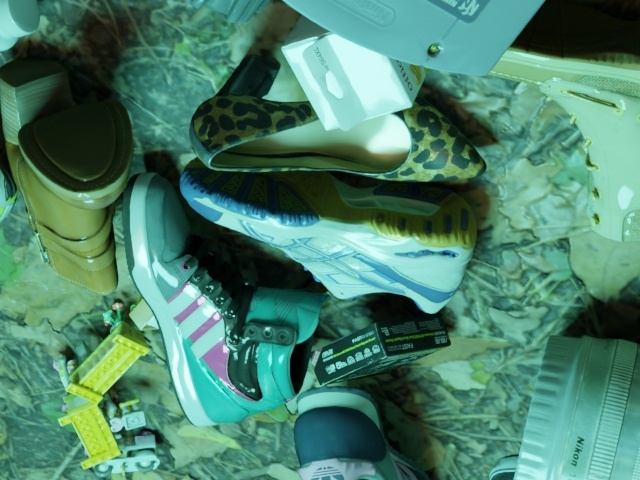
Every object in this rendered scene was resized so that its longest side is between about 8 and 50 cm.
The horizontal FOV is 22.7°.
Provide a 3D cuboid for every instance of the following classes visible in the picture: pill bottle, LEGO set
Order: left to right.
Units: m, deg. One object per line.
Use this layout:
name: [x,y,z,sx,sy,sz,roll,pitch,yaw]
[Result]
pill bottle: [-0.334,-0.212,1.553,0.120,0.067,0.067,-10,123,28]
LEGO set: [-0.242,0.144,1.815,0.132,0.107,0.287,-5,130,-20]

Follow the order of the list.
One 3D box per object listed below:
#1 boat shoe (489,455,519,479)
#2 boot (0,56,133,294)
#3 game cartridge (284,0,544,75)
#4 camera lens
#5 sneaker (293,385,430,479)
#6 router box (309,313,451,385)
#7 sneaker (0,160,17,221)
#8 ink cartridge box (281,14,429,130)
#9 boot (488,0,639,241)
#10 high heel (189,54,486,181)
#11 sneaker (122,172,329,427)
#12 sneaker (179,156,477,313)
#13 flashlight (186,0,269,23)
boat shoe: [0.289,0.283,1.715,0.228,0.076,0.080,6,130,16]
boot: [-0.239,-0.033,1.551,0.283,0.109,0.220,38,142,50]
game cartridge: [0.059,-0.246,1.237,0.294,0.060,0.196,24,109,-34]
camera lens: [0.335,0.217,1.548,0.274,0.219,0.219,13,131,11]
sneaker: [0.046,0.283,1.728,0.112,0.131,0.319,-12,143,19]
router box: [0.062,0.111,1.634,0.092,0.122,0.038,-26,77,35]
sneaker: [-0.469,-0.007,1.700,0.384,0.147,0.145,-20,118,40]
ink cartridge box: [0.038,-0.169,1.394,0.090,0.143,0.092,-14,122,30]
boot: [0.236,-0.102,1.412,0.262,0.095,0.203,9,132,10]
high heel: [0.015,-0.076,1.447,0.261,0.186,0.093,20,123,5]
sneaker: [-0.085,0.057,1.644,0.178,0.124,0.295,-8,117,18]
sneaker: [0.000,0.000,1.571,0.296,0.112,0.131,16,132,9]
flashlight: [-0.023,-0.321,1.331,0.103,0.103,0.304,-2,141,-38]
